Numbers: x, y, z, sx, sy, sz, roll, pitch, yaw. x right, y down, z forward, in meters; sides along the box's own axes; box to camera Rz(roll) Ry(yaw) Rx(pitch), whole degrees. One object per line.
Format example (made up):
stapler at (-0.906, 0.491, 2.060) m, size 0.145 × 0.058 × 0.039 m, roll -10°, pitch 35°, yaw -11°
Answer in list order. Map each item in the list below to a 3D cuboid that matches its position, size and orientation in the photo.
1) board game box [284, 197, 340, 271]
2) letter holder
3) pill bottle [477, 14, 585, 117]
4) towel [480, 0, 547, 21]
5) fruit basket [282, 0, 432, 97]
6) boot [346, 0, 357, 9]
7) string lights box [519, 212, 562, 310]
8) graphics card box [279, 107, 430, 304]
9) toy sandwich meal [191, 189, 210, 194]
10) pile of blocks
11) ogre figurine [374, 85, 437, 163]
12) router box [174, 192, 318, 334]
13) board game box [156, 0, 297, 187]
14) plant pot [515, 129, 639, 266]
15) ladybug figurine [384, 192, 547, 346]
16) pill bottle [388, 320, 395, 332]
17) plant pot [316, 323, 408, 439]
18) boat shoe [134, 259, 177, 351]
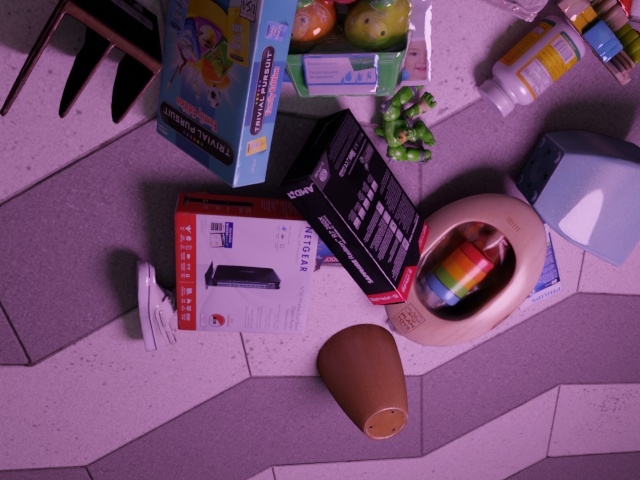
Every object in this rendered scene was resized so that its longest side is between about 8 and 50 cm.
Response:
board game box at (0.000, 0.000, 1.428) m, size 0.194 × 0.060 × 0.194 m, roll 1°, pitch 123°, yaw -18°
letter holder at (-0.382, -0.288, 0.975) m, size 0.152 × 0.302 × 0.214 m, roll 32°, pitch 109°, yaw -31°
pill bottle at (0.446, -0.367, 1.290) m, size 0.208 × 0.117 × 0.117 m, roll -43°, pitch 124°, yaw 12°
towel at (0.387, -0.577, 1.129) m, size 0.187 × 0.049 × 0.282 m, roll 24°, pitch 115°, yaw 6°
fruit basket at (0.031, -0.414, 1.040) m, size 0.327 × 0.165 × 0.353 m, roll 2°, pitch 143°, yaw 10°
boot at (0.088, -0.495, 1.150) m, size 0.087 × 0.042 × 0.118 m, roll 27°, pitch 112°, yaw -36°
string lights box at (0.558, 0.058, 1.625) m, size 0.133 × 0.077 × 0.260 m, roll -26°, pitch 126°, yaw 1°
graphics card box at (0.088, -0.065, 1.284) m, size 0.094 × 0.233 × 0.371 m, roll -12°, pitch 129°, yaw 39°
toy sandwich meal at (-0.259, -0.073, 1.323) m, size 0.085 × 0.029 × 0.086 m, roll -2°, pitch 119°, yaw -3°
pile of blocks at (0.596, -0.423, 1.207) m, size 0.112 × 0.149 × 0.362 m, roll -41°, pitch 149°, yaw 28°
ogre figurine at (0.187, -0.247, 1.310) m, size 0.118 × 0.097 × 0.197 m, roll -26°, pitch 143°, yaw -21°
router box at (-0.168, 0.060, 1.352) m, size 0.301 × 0.082 × 0.335 m, roll 3°, pitch 126°, yaw -7°
board game box at (-0.178, -0.301, 1.057) m, size 0.079 × 0.253 × 0.336 m, roll -17°, pitch 131°, yaw -43°
plant pot at (0.623, -0.128, 1.433) m, size 0.252 × 0.247 × 0.248 m, roll 18°, pitch 116°, yaw -11°
ladybug figurine at (0.346, 0.074, 1.482) m, size 0.449 × 0.162 × 0.305 m, roll -43°, pitch 84°, yaw 17°
pill bottle at (0.251, 0.234, 1.654) m, size 0.116 × 0.065 × 0.065 m, roll 19°, pitch 115°, yaw -27°
plant pot at (0.132, 0.393, 1.606) m, size 0.237 × 0.254 × 0.237 m, roll -7°, pitch 123°, yaw -11°
boat shoe at (-0.376, 0.152, 1.393) m, size 0.088 × 0.096 × 0.268 m, roll -8°, pitch 125°, yaw -17°
